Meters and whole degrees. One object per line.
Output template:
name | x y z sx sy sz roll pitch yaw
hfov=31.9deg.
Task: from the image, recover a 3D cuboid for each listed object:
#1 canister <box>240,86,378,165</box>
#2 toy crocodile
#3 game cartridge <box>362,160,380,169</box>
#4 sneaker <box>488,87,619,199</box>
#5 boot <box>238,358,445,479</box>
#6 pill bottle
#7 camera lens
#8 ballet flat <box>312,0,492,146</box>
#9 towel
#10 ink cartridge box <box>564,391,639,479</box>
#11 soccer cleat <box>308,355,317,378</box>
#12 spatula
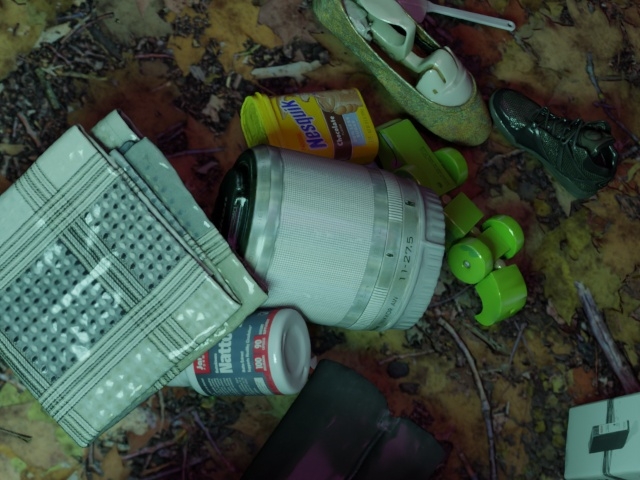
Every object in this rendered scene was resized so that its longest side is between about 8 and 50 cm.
canister | -0.014 -0.156 1.605 0.170 0.073 0.126 -10 65 -25
toy crocodile | 0.185 -0.032 1.634 0.115 0.105 0.340 -33 83 -42
game cartridge | 0.059 -0.082 1.645 0.083 0.017 0.056 -35 91 -26
sneaker | 0.368 -0.170 1.726 0.227 0.130 0.087 43 62 0
boot | -0.099 0.315 1.380 0.367 0.146 0.445 47 67 -11
pill bottle | -0.113 0.143 1.416 0.180 0.108 0.108 -5 69 22
camera lens | 0.000 0.000 1.483 0.274 0.219 0.219 11 69 -17
ballet flat | 0.135 -0.278 1.683 0.348 0.123 0.123 43 64 -3
towel | -0.272 0.045 1.364 0.324 0.056 0.312 -40 85 8
ink cartridge box | 0.490 0.286 1.541 0.197 0.273 0.114 16 72 -15
soccer cleat | -0.042 0.160 1.523 0.083 0.029 0.036 21 58 -16
spatula | 0.204 -0.415 1.809 0.242 0.019 0.168 10 64 -18
